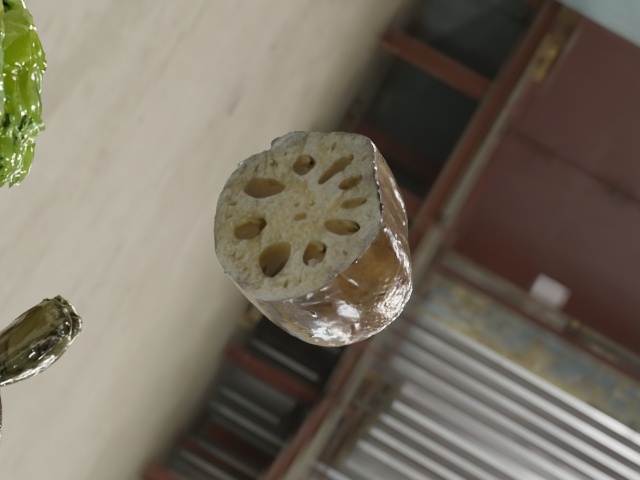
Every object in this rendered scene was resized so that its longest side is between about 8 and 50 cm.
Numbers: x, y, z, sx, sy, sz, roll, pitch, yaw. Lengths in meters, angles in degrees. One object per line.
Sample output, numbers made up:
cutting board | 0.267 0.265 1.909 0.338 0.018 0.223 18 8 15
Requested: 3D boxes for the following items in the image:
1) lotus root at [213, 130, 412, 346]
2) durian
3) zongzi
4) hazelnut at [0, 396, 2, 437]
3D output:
lotus root | -0.003 0.001 1.111 0.081 0.112 0.122 56 22 -51
durian | -0.233 -0.106 1.187 0.132 0.106 0.375 47 40 -65
zongzi | -0.201 0.070 1.192 0.083 0.040 0.076 -22 168 -37
hazelnut | -0.261 0.070 0.819 0.218 0.234 0.218 -47 -175 5
